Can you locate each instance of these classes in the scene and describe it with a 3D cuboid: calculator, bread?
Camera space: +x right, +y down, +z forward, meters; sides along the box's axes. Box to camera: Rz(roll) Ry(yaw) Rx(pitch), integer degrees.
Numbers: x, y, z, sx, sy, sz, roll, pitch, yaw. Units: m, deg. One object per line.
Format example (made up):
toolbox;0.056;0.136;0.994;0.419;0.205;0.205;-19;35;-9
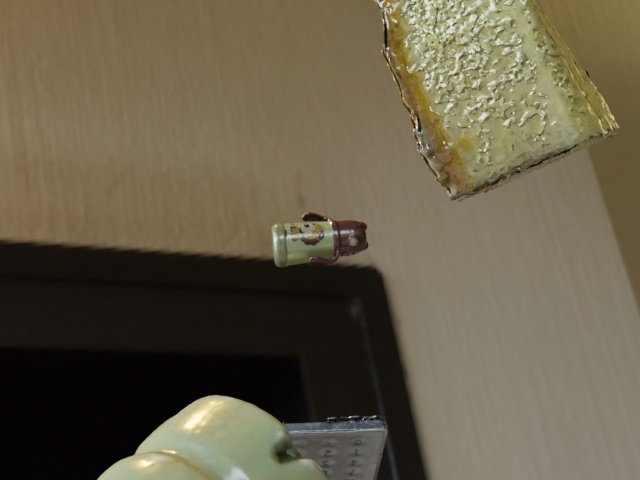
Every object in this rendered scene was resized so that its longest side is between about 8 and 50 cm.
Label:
calculator;-0.014;0.275;1.571;0.161;0.021;0.262;-2;-37;-5
bread;0.248;-0.228;1.953;0.248;0.315;0.279;-23;-11;23

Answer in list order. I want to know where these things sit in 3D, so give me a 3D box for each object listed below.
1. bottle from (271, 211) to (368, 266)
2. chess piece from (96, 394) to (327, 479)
bottle;0.000;-0.002;1.441;0.101;0.063;0.047;-7;-14;-4
chess piece;-0.185;0.292;1.045;0.442;0.234;0.234;-36;-6;-44
